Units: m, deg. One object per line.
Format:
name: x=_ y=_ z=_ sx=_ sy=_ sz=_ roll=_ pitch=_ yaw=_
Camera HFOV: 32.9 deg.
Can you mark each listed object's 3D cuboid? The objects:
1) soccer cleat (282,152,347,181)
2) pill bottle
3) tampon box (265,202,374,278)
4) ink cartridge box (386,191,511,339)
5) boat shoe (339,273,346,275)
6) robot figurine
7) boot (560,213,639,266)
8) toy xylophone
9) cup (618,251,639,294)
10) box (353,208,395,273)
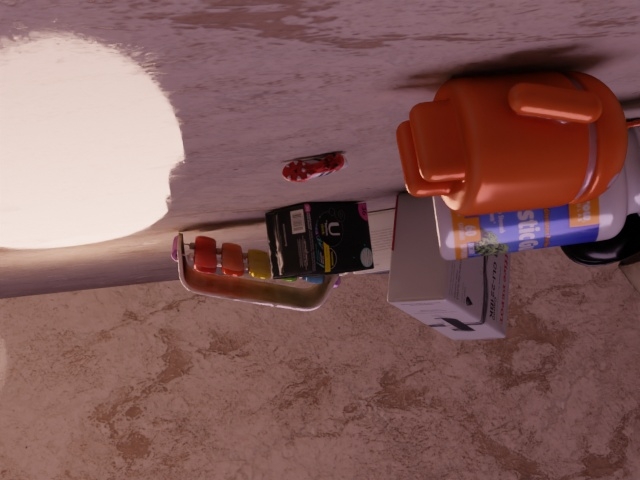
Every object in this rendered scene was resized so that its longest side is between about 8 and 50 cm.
soccer cleat: x=-0.006 y=-0.088 z=1.335 sx=0.083 sy=0.029 sz=0.035 roll=-14 pitch=170 yaw=19
pill bottle: x=0.264 y=-0.067 z=1.249 sx=0.272 sy=0.152 sz=0.152 roll=-8 pitch=176 yaw=7
tampon box: x=0.000 y=0.000 z=1.889 sx=0.101 sy=0.120 sz=0.161 roll=-10 pitch=175 yaw=44
ink cartridge box: x=0.233 y=0.049 z=1.906 sx=0.114 sy=0.197 sz=0.273 roll=-4 pitch=160 yaw=30
boat shoe: x=0.016 y=0.031 z=2.426 sx=0.113 sy=0.105 sz=0.306 roll=-10 pitch=175 yaw=30
robot figurine: x=0.183 y=-0.090 z=0.985 sx=0.219 sy=0.158 sz=0.128 roll=-6 pitch=-143 yaw=-15
boot: x=0.533 y=-0.063 z=1.691 sx=0.348 sy=0.131 sz=0.260 roll=-28 pitch=177 yaw=12
toy xylophone: x=-0.130 y=0.052 z=2.045 sx=0.322 sy=0.081 sz=0.236 roll=8 pitch=-165 yaw=-16
cup: x=0.688 y=0.066 z=1.753 sx=0.331 sy=0.237 sz=0.331 roll=-28 pitch=176 yaw=-2
box: x=0.170 y=-0.001 z=2.187 sx=0.182 sy=0.119 sz=0.181 roll=-10 pitch=175 yaw=21
